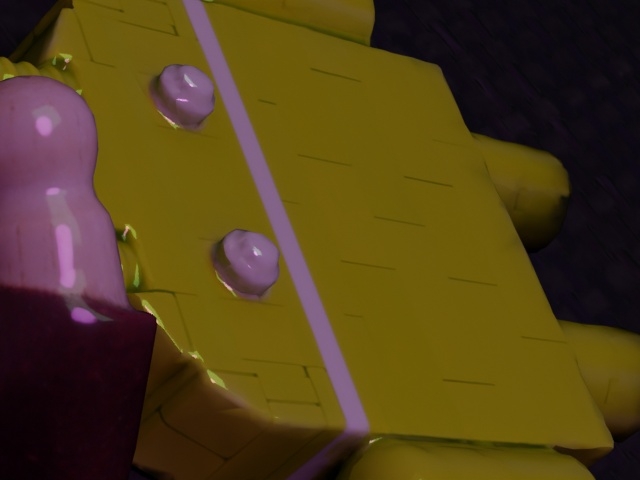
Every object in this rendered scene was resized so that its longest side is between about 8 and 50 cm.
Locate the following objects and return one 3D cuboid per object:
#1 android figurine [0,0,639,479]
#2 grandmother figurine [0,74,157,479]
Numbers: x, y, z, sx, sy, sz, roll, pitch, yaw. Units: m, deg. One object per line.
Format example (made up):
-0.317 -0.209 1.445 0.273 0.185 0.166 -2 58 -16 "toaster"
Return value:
0.000 0.000 0.618 0.273 0.056 0.248 13 46 -44 "android figurine"
-0.122 0.044 0.361 0.342 0.208 0.104 56 -4 -5 "grandmother figurine"
